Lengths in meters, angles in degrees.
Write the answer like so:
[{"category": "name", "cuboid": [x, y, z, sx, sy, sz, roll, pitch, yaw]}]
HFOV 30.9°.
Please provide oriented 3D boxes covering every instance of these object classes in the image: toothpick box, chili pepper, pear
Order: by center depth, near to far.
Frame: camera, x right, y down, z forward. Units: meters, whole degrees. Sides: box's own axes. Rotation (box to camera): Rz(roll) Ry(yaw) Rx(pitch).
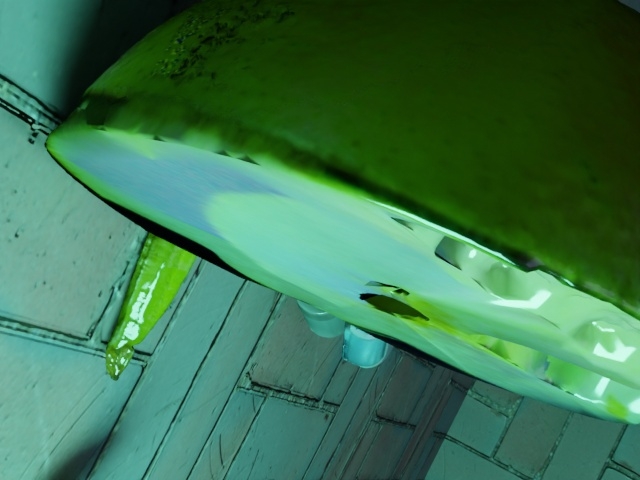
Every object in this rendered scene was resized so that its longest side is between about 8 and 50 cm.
[{"category": "pear", "cuboid": [0.072, -0.041, 0.630, 0.399, 0.398, 0.165, 55, 57, -71]}, {"category": "chili pepper", "cuboid": [-0.097, -0.001, 0.786, 0.208, 0.043, 0.049, -57, -173, -7]}, {"category": "toothpick box", "cuboid": [0.005, 0.061, 1.139, 0.052, 0.052, 0.083, -59, 164, -15]}]

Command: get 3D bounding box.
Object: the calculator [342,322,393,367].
[{"category": "calculator", "cuboid": [0.095, -0.016, 1.044, 0.293, 0.051, 0.173, -58, 166, -23]}]
